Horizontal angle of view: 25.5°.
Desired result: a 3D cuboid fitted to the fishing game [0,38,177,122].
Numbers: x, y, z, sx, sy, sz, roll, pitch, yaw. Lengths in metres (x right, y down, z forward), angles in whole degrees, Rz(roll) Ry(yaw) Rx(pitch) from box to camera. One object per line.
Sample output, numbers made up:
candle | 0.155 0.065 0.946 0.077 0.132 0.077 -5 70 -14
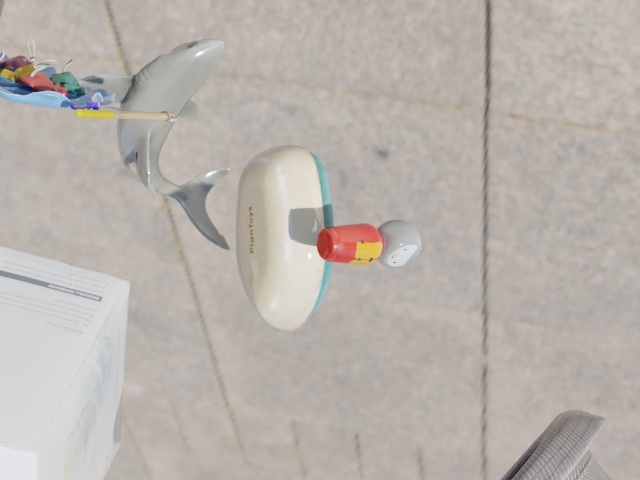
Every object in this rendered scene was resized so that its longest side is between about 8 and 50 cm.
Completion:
fishing game | -0.269 -0.154 1.233 0.264 0.041 0.189 23 -167 30

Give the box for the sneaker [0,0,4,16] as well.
sneaker | -0.484 -0.407 1.864 0.146 0.331 0.122 0 170 -14

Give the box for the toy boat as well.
toy boat | 0.000 0.000 1.982 0.148 0.268 0.318 -1 -176 -33

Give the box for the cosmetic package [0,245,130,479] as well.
cosmetic package | -0.270 0.169 1.248 0.138 0.225 0.224 15 130 7

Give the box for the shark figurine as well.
shark figurine | -0.174 -0.086 1.509 0.166 0.116 0.278 -9 143 -7

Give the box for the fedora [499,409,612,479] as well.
fedora | 0.127 0.247 0.951 0.124 0.275 0.244 42 -179 10
